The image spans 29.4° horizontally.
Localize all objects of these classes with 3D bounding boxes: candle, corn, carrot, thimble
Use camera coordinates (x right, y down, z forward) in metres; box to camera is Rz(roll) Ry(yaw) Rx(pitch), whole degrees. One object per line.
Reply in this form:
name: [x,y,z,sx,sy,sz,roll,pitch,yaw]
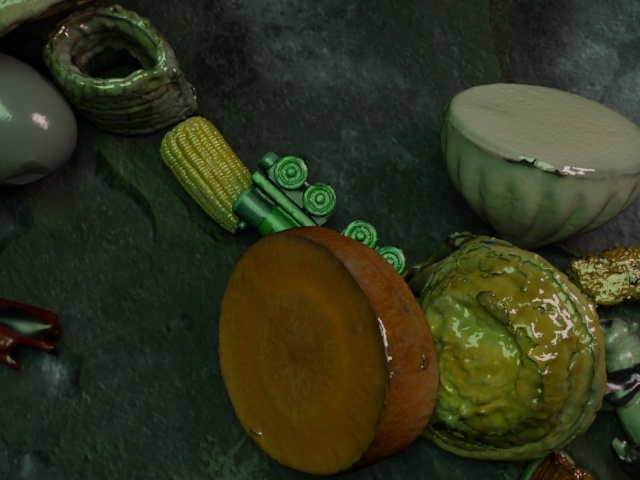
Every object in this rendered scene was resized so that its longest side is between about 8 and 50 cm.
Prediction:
candle: [-0.474,0.086,1.568,0.301,0.059,0.084,20,61,10]
corn: [-0.140,-0.086,1.597,0.085,0.063,0.165,-31,71,-32]
carrot: [-0.003,0.124,1.428,0.258,0.100,0.307,-45,67,28]
thimble: [-0.260,-0.220,1.611,0.190,0.143,0.137,20,73,11]

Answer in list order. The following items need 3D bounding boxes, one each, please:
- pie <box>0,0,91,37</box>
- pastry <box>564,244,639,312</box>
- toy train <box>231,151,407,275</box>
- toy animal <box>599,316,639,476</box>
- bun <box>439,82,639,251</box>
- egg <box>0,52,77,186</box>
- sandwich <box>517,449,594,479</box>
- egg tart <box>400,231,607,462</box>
pie: [-0.399,-0.308,1.586,0.339,0.339,0.077,-15,106,0]
pastry: [0.378,0.044,1.506,0.140,0.056,0.080,-15,81,-3]
toy train: [0.000,0.000,1.526,0.251,0.085,0.119,42,85,5]
toy animal: [0.371,0.195,1.432,0.121,0.094,0.225,-25,69,-6]
bun: [0.262,-0.072,1.498,0.263,0.175,0.263,8,30,-5]
egg: [-0.427,-0.155,1.587,0.232,0.176,0.176,21,74,8]
sandwich: [0.263,0.338,1.373,0.079,0.159,0.235,29,44,-12]
egg tart: [0.185,0.126,1.403,0.290,0.107,0.291,4,97,32]
